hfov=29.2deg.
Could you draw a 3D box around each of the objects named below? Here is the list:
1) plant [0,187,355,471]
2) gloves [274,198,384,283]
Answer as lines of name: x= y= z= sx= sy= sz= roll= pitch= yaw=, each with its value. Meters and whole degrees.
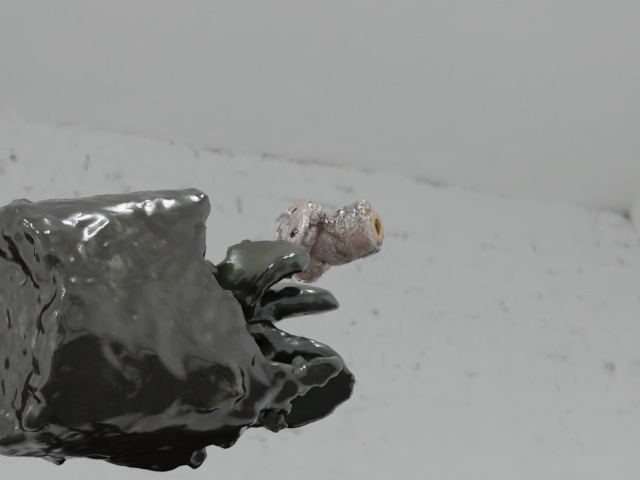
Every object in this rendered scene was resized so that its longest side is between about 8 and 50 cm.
plant: x=-0.126 y=0.063 z=0.901 sx=0.276 sy=0.188 sz=0.199 roll=9 pitch=-31 yaw=-42
gloves: x=0.004 y=-0.006 z=1.496 sx=0.144 sy=0.110 sz=0.094 roll=-22 pitch=-60 yaw=3
